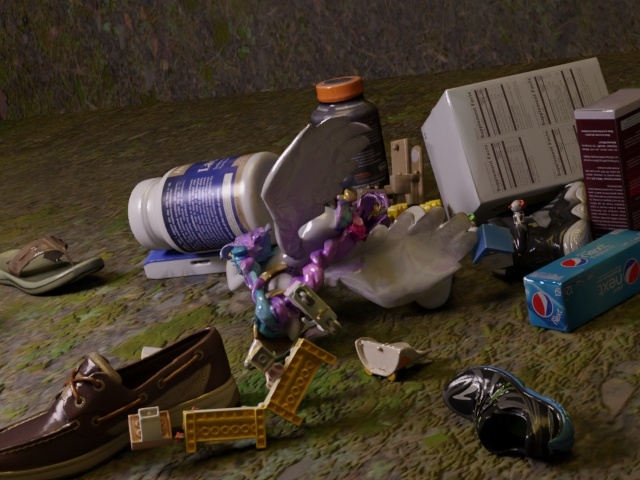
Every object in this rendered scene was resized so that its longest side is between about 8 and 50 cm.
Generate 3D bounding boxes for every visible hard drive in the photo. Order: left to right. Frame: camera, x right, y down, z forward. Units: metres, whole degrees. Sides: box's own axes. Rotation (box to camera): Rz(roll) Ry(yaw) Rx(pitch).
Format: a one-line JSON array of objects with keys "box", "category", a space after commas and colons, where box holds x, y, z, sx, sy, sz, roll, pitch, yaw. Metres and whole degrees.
[{"box": [-0.174, -0.037, 2.284, 0.210, 0.040, 0.318, -6, 28, 16], "category": "hard drive"}]

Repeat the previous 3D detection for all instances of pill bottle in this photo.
[{"box": [-0.180, -0.056, 2.098, 0.265, 0.153, 0.153, -7, 16, 31], "category": "pill bottle"}, {"box": [0.055, -0.183, 2.373, 0.131, 0.245, 0.130, -9, 17, 3], "category": "pill bottle"}]

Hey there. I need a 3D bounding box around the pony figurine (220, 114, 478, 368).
[{"box": [0.000, 0.000, 1.810, 0.351, 0.303, 0.363, -46, 17, 9], "category": "pony figurine"}]

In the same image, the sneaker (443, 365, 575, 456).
[{"box": [0.191, 0.185, 1.361, 0.078, 0.067, 0.188, -12, 18, -28], "category": "sneaker"}]

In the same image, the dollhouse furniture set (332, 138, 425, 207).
[{"box": [0.105, -0.123, 2.249, 0.151, 0.123, 0.144, -2, -2, -26], "category": "dollhouse furniture set"}]

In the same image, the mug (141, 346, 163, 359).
[{"box": [-0.203, 0.179, 1.679, 0.064, 0.078, 0.062, -2, -16, -1], "category": "mug"}]

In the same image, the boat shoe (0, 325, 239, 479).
[{"box": [-0.267, 0.191, 1.531, 0.342, 0.123, 0.123, -17, 17, -20], "category": "boat shoe"}]

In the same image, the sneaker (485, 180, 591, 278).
[{"box": [0.327, -0.017, 1.893, 0.153, 0.101, 0.268, -4, 20, 13], "category": "sneaker"}]

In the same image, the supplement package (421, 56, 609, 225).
[{"box": [0.333, -0.154, 2.079, 0.263, 0.198, 0.199, -14, -11, -10], "category": "supplement package"}]

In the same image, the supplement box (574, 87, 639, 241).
[{"box": [0.445, -0.089, 1.818, 0.130, 0.239, 0.073, -24, 20, -40], "category": "supplement box"}]

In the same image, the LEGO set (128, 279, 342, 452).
[{"box": [-0.092, 0.180, 1.505, 0.287, 0.132, 0.107, -38, 5, -10], "category": "LEGO set"}]

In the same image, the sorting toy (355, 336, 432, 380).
[{"box": [0.100, 0.145, 1.608, 0.075, 0.044, 0.083, -14, 14, -38], "category": "sorting toy"}]

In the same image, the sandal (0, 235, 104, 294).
[{"box": [-0.512, 0.036, 2.279, 0.303, 0.086, 0.120, 5, 23, 43], "category": "sandal"}]

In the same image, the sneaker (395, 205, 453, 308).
[{"box": [0.172, 0.037, 1.872, 0.080, 0.094, 0.212, -32, 34, 17], "category": "sneaker"}]

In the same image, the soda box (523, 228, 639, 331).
[{"box": [0.368, 0.051, 1.695, 0.210, 0.071, 0.067, -23, 20, -36], "category": "soda box"}]

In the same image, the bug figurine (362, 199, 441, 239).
[{"box": [0.077, -0.010, 2.088, 0.279, 0.072, 0.216, -4, 11, 37], "category": "bug figurine"}]

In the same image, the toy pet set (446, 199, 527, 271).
[{"box": [0.231, -0.015, 1.792, 0.122, 0.065, 0.114, -18, 50, 19], "category": "toy pet set"}]
